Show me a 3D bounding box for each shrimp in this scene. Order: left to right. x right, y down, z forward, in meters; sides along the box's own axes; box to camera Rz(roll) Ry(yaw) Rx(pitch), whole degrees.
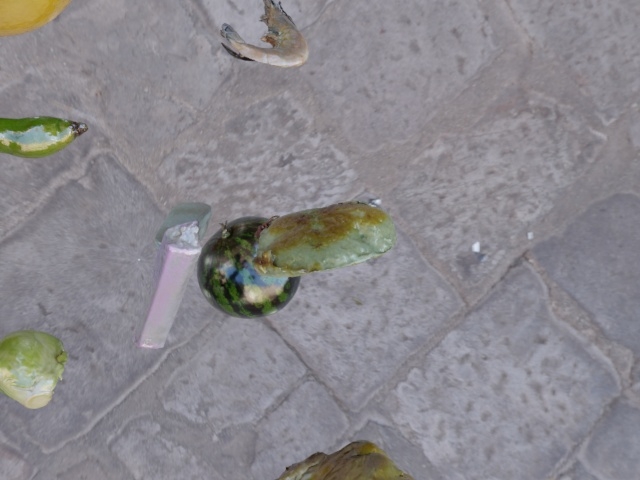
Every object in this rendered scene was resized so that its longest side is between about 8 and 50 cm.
[{"bbox_3d":[-0.108,-0.373,1.174,0.152,0.046,0.219,-4,50,-18],"label":"shrimp"}]

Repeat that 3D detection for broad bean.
[{"bbox_3d":[-0.376,-0.110,0.676,0.257,0.053,0.052,-3,84,-28],"label":"broad bean"}]

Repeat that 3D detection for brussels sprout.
[{"bbox_3d":[-0.636,0.269,1.411,0.146,0.183,0.131,30,112,-30],"label":"brussels sprout"}]

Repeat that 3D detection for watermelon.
[{"bbox_3d":[-0.178,0.072,1.659,0.269,0.269,0.268,0,88,-15],"label":"watermelon"}]

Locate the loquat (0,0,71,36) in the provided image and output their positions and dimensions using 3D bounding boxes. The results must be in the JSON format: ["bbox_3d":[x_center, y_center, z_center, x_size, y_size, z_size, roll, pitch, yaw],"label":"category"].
[{"bbox_3d":[-0.313,-0.288,0.585,0.208,0.208,0.207,0,88,-15],"label":"loquat"}]

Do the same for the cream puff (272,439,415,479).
[{"bbox_3d":[0.007,0.335,0.635,0.282,0.282,0.185,-38,97,-13],"label":"cream puff"}]

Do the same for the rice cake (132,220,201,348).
[{"bbox_3d":[-0.317,0.108,1.334,0.070,0.399,0.064,0,51,-27],"label":"rice cake"}]

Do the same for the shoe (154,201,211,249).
[{"bbox_3d":[-0.288,-0.014,1.375,0.079,0.195,0.078,10,118,7],"label":"shoe"}]

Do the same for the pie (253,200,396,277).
[{"bbox_3d":[0.003,0.003,1.216,0.275,0.257,0.105,-13,111,8],"label":"pie"}]
